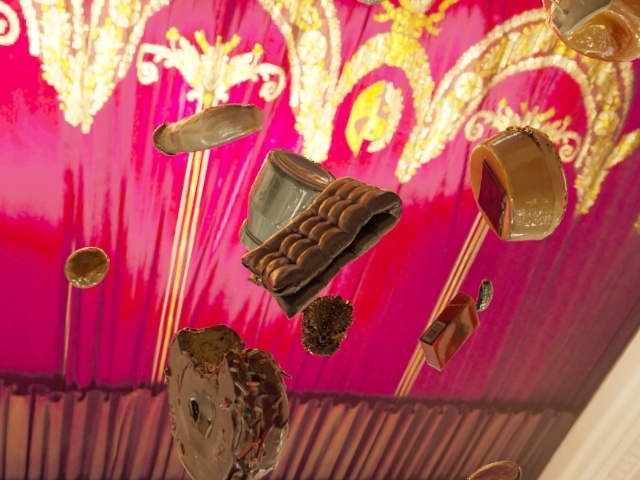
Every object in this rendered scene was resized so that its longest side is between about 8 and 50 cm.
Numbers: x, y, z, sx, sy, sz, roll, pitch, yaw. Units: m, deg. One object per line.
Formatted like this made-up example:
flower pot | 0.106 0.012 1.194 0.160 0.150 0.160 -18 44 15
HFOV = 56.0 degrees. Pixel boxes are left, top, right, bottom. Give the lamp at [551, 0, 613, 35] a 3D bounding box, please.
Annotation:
lamp | 0.196 -0.271 0.560 0.198 0.056 0.050 30 -141 -32

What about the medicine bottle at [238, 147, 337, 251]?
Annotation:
medicine bottle | -0.107 -0.097 1.838 0.244 0.290 0.245 23 -155 -12

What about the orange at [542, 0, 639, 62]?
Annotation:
orange | 0.481 -0.420 0.957 0.249 0.249 0.183 35 -170 29

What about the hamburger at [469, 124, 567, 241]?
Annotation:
hamburger | 0.492 -0.142 1.479 0.176 0.300 0.300 -14 -146 -4

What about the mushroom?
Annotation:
mushroom | -0.277 -0.264 1.437 0.351 0.095 0.122 -2 -162 42

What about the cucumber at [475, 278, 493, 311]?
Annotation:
cucumber | 0.416 0.143 1.527 0.039 0.168 0.039 -2 -124 3

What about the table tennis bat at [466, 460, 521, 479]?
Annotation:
table tennis bat | 0.282 0.433 1.062 0.019 0.155 0.100 57 -156 -5

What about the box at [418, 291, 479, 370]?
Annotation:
box | 0.327 0.229 1.523 0.175 0.112 0.048 -43 -138 -22

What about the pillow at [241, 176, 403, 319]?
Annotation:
pillow | 0.000 0.000 1.237 0.326 0.101 0.228 -39 -151 -12

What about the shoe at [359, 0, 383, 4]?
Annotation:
shoe | 0.194 -0.595 1.101 0.132 0.342 0.210 45 168 -7

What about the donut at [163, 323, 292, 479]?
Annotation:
donut | -0.120 0.218 0.787 0.095 0.216 0.230 -4 176 -39

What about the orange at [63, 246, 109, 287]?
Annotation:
orange | -0.497 0.056 1.282 0.085 0.085 0.095 31 -126 23

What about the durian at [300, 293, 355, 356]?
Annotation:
durian | 0.018 0.256 1.785 0.166 0.196 0.196 3 -152 6
